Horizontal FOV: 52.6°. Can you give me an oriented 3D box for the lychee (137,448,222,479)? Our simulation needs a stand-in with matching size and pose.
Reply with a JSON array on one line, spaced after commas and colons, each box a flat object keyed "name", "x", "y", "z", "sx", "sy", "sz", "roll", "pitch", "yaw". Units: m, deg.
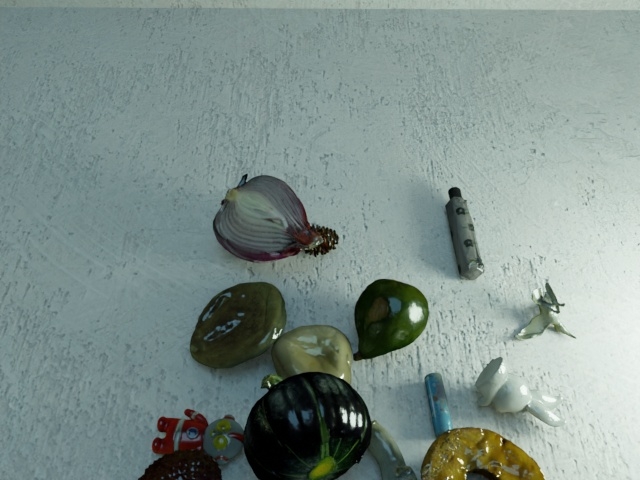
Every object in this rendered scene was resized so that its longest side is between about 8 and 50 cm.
[{"name": "lychee", "x": -0.319, "y": 0.555, "z": 1.431, "sx": 0.188, "sy": 0.188, "sz": 0.188, "roll": 0, "pitch": 51, "yaw": 0}]

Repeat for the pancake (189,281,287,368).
[{"name": "pancake", "x": -0.216, "y": 0.215, "z": 1.733, "sx": 0.295, "sy": 0.049, "sz": 0.294, "roll": -15, "pitch": 37, "yaw": 12}]

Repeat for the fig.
[{"name": "fig", "x": 0.169, "y": 0.218, "z": 1.716, "sx": 0.195, "sy": 0.195, "sz": 0.244, "roll": 29, "pitch": 92, "yaw": 21}]

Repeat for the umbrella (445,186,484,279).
[{"name": "umbrella", "x": 0.430, "y": -0.029, "z": 1.960, "sx": 0.067, "sy": 0.073, "sz": 0.337, "roll": 20, "pitch": 46, "yaw": -26}]

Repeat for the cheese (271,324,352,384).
[{"name": "cheese", "x": -0.014, "y": 0.309, "z": 1.658, "sx": 0.235, "sy": 0.117, "sz": 0.218, "roll": 35, "pitch": 58, "yaw": 24}]

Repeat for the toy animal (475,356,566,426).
[{"name": "toy animal", "x": 0.493, "y": 0.399, "z": 1.619, "sx": 0.221, "sy": 0.130, "sz": 0.103, "roll": 38, "pitch": 22, "yaw": -3}]

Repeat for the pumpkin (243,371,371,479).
[{"name": "pumpkin", "x": -0.038, "y": 0.414, "z": 1.473, "sx": 0.296, "sy": 0.295, "sz": 0.295, "roll": 0, "pitch": 51, "yaw": 0}]

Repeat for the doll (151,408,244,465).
[{"name": "doll", "x": -0.276, "y": 0.474, "z": 1.553, "sx": 0.245, "sy": 0.076, "sz": 0.142, "roll": 2, "pitch": 52, "yaw": 7}]

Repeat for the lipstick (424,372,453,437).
[{"name": "lipstick", "x": 0.295, "y": 0.411, "z": 1.621, "sx": 0.048, "sy": 0.048, "sz": 0.157, "roll": -3, "pitch": 51, "yaw": -3}]

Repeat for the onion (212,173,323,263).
[{"name": "onion", "x": -0.136, "y": -0.023, "z": 1.897, "sx": 0.349, "sy": 0.159, "sz": 0.267, "roll": 34, "pitch": 70, "yaw": 25}]

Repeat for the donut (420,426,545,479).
[{"name": "donut", "x": 0.359, "y": 0.560, "z": 1.462, "sx": 0.278, "sy": 0.108, "sz": 0.277, "roll": 0, "pitch": 51, "yaw": 0}]

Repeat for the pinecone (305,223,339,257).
[{"name": "pinecone", "x": -0.001, "y": -0.004, "z": 1.921, "sx": 0.109, "sy": 0.102, "sz": 0.102, "roll": -19, "pitch": 54, "yaw": -19}]

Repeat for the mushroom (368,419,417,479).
[{"name": "mushroom", "x": 0.165, "y": 0.540, "z": 1.494, "sx": 0.096, "sy": 0.099, "sz": 0.278, "roll": -5, "pitch": 46, "yaw": -18}]

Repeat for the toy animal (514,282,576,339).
[{"name": "toy animal", "x": 0.629, "y": 0.207, "z": 1.758, "sx": 0.155, "sy": 0.095, "sz": 0.219, "roll": 34, "pitch": 59, "yaw": 29}]
